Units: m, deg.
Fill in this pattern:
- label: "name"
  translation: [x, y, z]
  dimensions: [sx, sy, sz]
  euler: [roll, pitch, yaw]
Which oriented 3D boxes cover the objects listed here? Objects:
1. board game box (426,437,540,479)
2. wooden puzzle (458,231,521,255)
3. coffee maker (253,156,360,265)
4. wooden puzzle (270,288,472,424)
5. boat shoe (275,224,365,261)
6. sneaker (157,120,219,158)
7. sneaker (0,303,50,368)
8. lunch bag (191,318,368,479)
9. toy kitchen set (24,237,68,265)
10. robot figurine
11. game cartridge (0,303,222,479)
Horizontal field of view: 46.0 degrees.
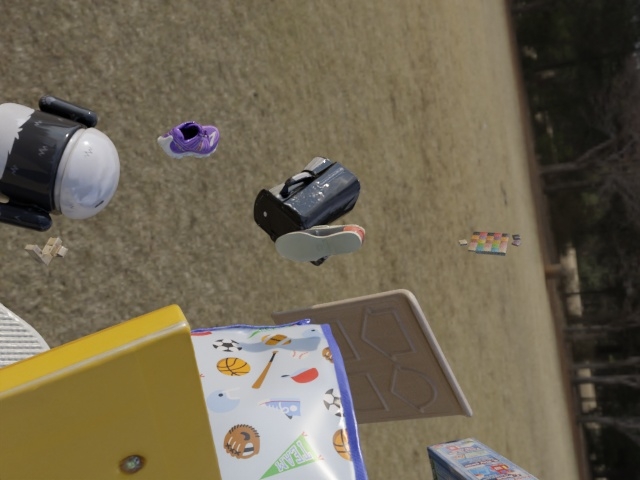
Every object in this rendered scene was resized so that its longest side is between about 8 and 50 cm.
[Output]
- label: "board game box"
  translation: [0.173, 0.293, 0.737]
  dimensions: [0.194, 0.060, 0.194]
  euler: [108, -28, -73]
- label: "wooden puzzle"
  translation: [0.230, 0.004, 1.024]
  dimensions: [0.049, 0.083, 0.006]
  euler: [-58, 147, -53]
- label: "coffee maker"
  translation: [-0.010, -0.056, 1.414]
  dimensions: [0.178, 0.120, 0.171]
  euler: [-36, 91, -38]
- label: "wooden puzzle"
  translation: [0.107, 0.236, 1.538]
  dimensions: [0.322, 0.347, 0.080]
  euler: [62, 38, -24]
- label: "boat shoe"
  translation: [0.000, 0.000, 1.136]
  dimensions: [0.043, 0.136, 0.049]
  euler: [-63, 143, -62]
- label: "sneaker"
  translation: [-0.248, -0.206, 1.505]
  dimensions: [0.068, 0.071, 0.170]
  euler: [53, 29, 3]
- label: "sneaker"
  translation: [-0.577, 0.193, 1.292]
  dimensions: [0.366, 0.150, 0.135]
  euler: [49, 46, 7]
- label: "lunch bag"
  translation: [-0.113, 0.292, 1.117]
  dimensions: [0.239, 0.327, 0.386]
  euler: [95, -13, -45]
- label: "toy kitchen set"
  translation: [-0.749, 0.016, 2.077]
  dimensions: [0.075, 0.068, 0.083]
  euler: [66, 37, -49]
- label: "robot figurine"
  translation: [-0.495, -0.139, 1.330]
  dimensions: [0.173, 0.278, 0.209]
  euler: [-77, -176, -73]
- label: "game cartridge"
  translation: [-0.258, 0.227, 0.708]
  dimensions: [0.053, 0.323, 0.286]
  euler: [48, -30, 49]
